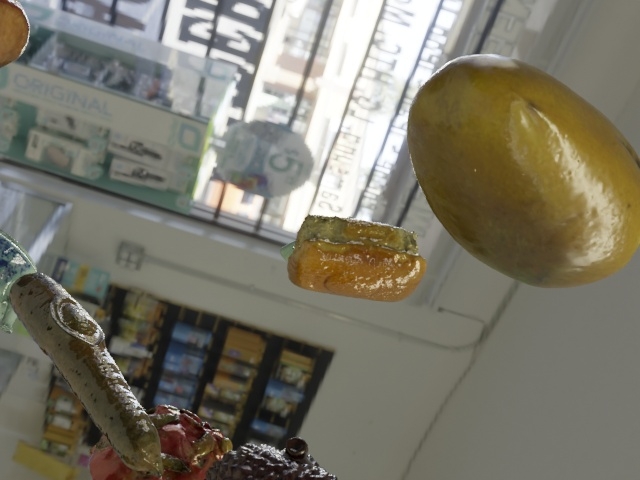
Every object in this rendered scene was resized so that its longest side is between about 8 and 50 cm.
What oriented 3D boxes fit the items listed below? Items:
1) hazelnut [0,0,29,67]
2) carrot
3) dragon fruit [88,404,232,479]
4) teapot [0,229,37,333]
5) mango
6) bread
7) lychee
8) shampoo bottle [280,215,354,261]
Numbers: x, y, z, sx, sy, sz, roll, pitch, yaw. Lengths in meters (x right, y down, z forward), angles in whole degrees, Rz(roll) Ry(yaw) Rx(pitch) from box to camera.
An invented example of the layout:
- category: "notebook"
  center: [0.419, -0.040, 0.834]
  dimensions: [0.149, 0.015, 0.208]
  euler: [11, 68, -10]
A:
- category: "hazelnut"
  center: [-0.634, -0.390, 1.553]
  dimensions: [0.182, 0.182, 0.182]
  euler: [-163, -90, -85]
- category: "carrot"
  center: [-0.255, 0.134, 0.919]
  dimensions: [0.342, 0.070, 0.070]
  euler: [39, -60, 39]
- category: "dragon fruit"
  center: [-0.327, 0.478, 1.770]
  dimensions: [0.269, 0.291, 0.250]
  euler: [-137, -147, -67]
- category: "teapot"
  center: [-0.536, 0.065, 1.299]
  dimensions: [0.159, 0.232, 0.158]
  euler: [-53, 154, -41]
- category: "mango"
  center: [0.227, -0.072, 0.943]
  dimensions: [0.365, 0.253, 0.182]
  euler: [37, 68, -47]
- category: "bread"
  center: [0.064, 0.034, 1.518]
  dimensions: [0.174, 0.246, 0.121]
  euler: [121, -21, -65]
- category: "lychee"
  center: [-0.088, 0.510, 1.518]
  dimensions: [0.306, 0.306, 0.330]
  euler: [-176, -73, -85]
- category: "shampoo bottle"
  center: [0.000, 0.000, 1.877]
  dimensions: [0.191, 0.069, 0.041]
  euler: [-28, -137, 32]
